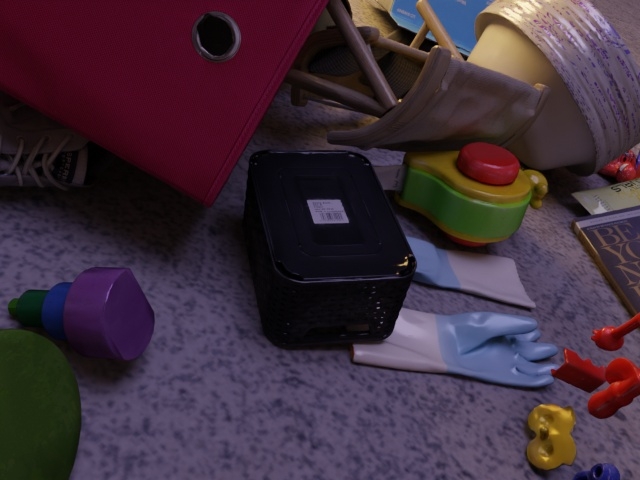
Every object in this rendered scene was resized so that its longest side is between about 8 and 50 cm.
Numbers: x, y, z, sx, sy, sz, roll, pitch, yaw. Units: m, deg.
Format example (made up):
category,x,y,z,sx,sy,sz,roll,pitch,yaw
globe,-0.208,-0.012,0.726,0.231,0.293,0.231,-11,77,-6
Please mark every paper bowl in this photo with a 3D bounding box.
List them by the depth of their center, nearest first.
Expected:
category,x,y,z,sx,sy,sz,roll,pitch,yaw
paper bowl,0.318,-0.217,0.932,0.284,0.148,0.284,54,6,-8

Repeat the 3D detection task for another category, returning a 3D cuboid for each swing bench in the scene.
category,x,y,z,sx,sy,sz,roll,pitch,yaw
swing bench,0.098,-0.197,0.797,0.253,0.165,0.254,0,41,-47

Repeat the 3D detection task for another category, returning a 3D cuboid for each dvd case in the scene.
category,x,y,z,sx,sy,sz,roll,pitch,yaw
dvd case,0.441,0.031,0.810,0.165,0.018,0.221,-11,43,-2

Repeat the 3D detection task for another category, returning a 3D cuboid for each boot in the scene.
category,x,y,z,sx,sy,sz,roll,pitch,yaw
boot,-0.262,-0.084,0.560,0.123,0.095,0.258,25,31,1

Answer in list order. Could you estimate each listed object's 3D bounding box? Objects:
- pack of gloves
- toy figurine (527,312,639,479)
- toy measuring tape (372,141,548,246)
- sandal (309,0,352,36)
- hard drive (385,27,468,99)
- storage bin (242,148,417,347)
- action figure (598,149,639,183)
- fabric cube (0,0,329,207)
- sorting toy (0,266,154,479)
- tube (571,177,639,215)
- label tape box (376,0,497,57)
category,x,y,z,sx,sy,sz,roll,pitch,yaw
pack of gloves,0.134,0.051,0.655,0.232,0.046,0.195,12,39,-16
toy figurine,0.291,0.225,0.419,0.217,0.191,0.362,24,38,-7
toy measuring tape,0.123,-0.046,0.722,0.330,0.121,0.121,-4,44,-21
sandal,-0.006,-0.303,0.888,0.086,0.120,0.303,8,5,17
hard drive,0.174,-0.280,1.074,0.172,0.054,0.254,29,36,6
storage bin,0.000,0.000,0.597,0.122,0.084,0.180,-1,42,-16
action figure,0.514,-0.197,1.095,0.092,0.139,0.280,21,39,-1
fabric cube,-0.135,-0.225,0.582,0.258,0.254,0.259,30,16,-10
sorting toy,-0.234,0.124,0.350,0.126,0.127,0.365,0,29,19
tube,0.475,-0.058,0.965,0.240,0.062,0.070,-15,17,-34
label tape box,0.230,-0.433,1.188,0.241,0.105,0.333,17,26,-17
